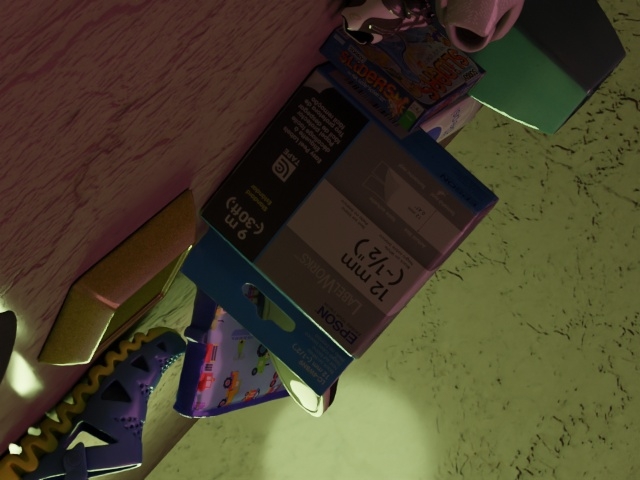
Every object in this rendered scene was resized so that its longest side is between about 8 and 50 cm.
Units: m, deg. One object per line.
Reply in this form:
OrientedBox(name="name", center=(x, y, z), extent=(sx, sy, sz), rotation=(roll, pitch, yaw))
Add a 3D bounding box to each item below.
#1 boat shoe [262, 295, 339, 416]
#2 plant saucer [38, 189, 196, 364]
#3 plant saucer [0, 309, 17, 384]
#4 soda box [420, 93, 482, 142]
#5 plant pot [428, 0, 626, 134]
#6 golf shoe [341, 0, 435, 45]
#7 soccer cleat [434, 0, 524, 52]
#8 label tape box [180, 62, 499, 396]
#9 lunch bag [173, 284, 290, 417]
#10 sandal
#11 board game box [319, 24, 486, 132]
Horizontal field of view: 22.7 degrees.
OrientedBox(name="boat shoe", center=(-0.012, 0.065, 2.065), extent=(0.113, 0.340, 0.127), rotation=(-30, -154, -32))
OrientedBox(name="plant saucer", center=(-0.210, 0.053, 1.735), extent=(0.188, 0.045, 0.188), rotation=(-43, 173, -36))
OrientedBox(name="plant saucer", center=(-0.319, 0.137, 1.333), extent=(0.195, 0.037, 0.195), rotation=(-48, -156, 29))
OrientedBox(name="soda box", center=(0.101, -0.162, 2.084), extent=(0.286, 0.098, 0.091), rotation=(-34, 162, -40))
OrientedBox(name="plant pot", center=(0.262, -0.264, 2.068), extent=(0.166, 0.234, 0.165), rotation=(-42, 172, -38))
OrientedBox(name="golf shoe", center=(0.065, -0.248, 1.675), extent=(0.094, 0.077, 0.198), rotation=(-26, 178, 9))
OrientedBox(name="soccer cleat", center=(0.167, -0.274, 1.731), extent=(0.331, 0.116, 0.143), rotation=(-28, 134, -82))
OrientedBox(name="label tape box", center=(0.000, 0.000, 1.873), extent=(0.347, 0.249, 0.115), rotation=(-50, 174, 20))
OrientedBox(name="lunch bag", center=(-0.103, 0.112, 2.157), extent=(0.293, 0.138, 0.221), rotation=(-17, 124, -67))
OrientedBox(name="sandal", center=(-0.280, 0.248, 2.078), extent=(0.317, 0.138, 0.126), rotation=(-48, 172, -9))
OrientedBox(name="board game box", center=(0.096, -0.201, 1.799), extent=(0.035, 0.136, 0.201), rotation=(-51, 173, 30))
